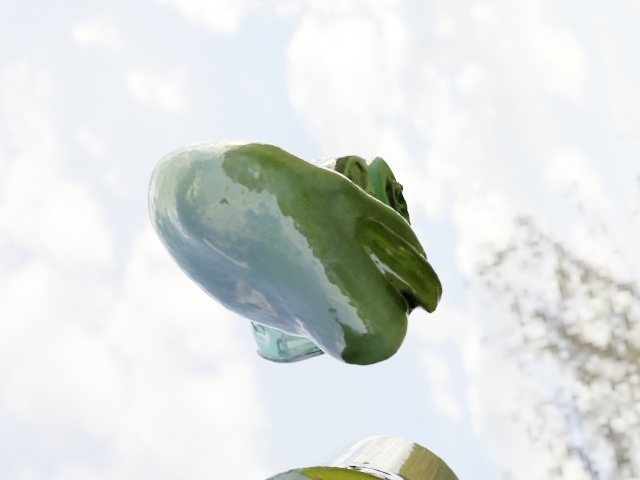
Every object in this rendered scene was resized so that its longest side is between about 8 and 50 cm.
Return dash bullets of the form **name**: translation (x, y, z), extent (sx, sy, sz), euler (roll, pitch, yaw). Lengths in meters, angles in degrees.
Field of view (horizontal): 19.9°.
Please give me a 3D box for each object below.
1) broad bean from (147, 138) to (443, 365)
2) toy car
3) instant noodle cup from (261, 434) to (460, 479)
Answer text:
- **broad bean**: translation (-0.021, 0.006, 1.319), extent (0.169, 0.228, 0.100), euler (93, -166, -50)
- **toy car**: translation (0.000, 0.000, 1.810), extent (0.306, 0.136, 0.125), euler (-75, -36, -59)
- **instant noodle cup**: translation (0.029, 0.250, 1.414), extent (0.236, 0.216, 0.215), euler (-32, -74, -77)
